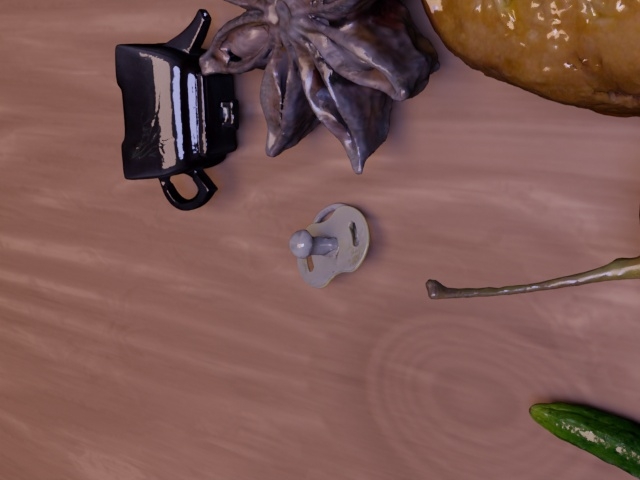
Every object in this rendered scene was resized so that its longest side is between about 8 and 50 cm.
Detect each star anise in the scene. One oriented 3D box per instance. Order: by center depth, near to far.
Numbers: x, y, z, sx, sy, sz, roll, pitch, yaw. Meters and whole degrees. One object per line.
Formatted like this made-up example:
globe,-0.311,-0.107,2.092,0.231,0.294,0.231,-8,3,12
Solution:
star anise,0.001,-0.180,0.677,0.223,0.109,0.236,21,129,46

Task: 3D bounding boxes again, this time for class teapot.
teapot,-0.114,-0.113,0.795,0.096,0.087,0.177,6,104,26

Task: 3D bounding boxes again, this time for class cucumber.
cucumber,0.224,0.149,0.619,0.168,0.039,0.039,24,113,34

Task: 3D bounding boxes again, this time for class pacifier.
pacifier,0.000,0.000,0.742,0.083,0.064,0.068,-29,64,38

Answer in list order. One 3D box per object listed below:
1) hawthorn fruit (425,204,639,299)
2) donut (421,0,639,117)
hawthorn fruit,0.207,0.014,0.514,0.285,0.165,0.165,-22,86,28
donut,0.174,-0.225,0.493,0.299,0.150,0.317,-37,72,47
